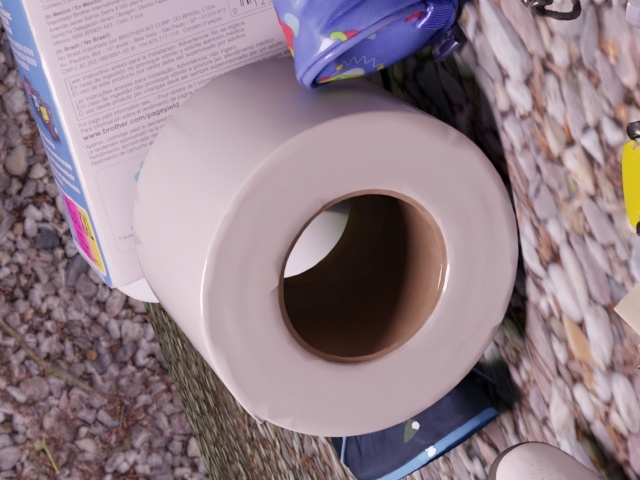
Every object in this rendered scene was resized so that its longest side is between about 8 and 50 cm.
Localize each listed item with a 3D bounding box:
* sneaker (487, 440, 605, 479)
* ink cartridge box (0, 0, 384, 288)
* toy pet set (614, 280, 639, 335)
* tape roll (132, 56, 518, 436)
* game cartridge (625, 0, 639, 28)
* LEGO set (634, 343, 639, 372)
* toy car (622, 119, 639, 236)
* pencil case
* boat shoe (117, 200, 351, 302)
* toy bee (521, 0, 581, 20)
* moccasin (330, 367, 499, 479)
[{"bbox_3d":[0.212,0.221,0.970,0.270,0.090,0.145,58,160,24],"label":"sneaker"},{"bbox_3d":[-0.115,-0.201,1.187,0.151,0.270,0.395,34,142,60],"label":"ink cartridge box"},{"bbox_3d":[0.215,0.043,0.829,0.114,0.065,0.122,38,-171,-37],"label":"toy pet set"},{"bbox_3d":[0.000,0.000,1.109,0.169,0.246,0.246,-138,31,-59],"label":"tape roll"},{"bbox_3d":[0.162,-0.127,0.715,0.056,0.017,0.083,-67,-11,13],"label":"game cartridge"},{"bbox_3d":[0.214,0.097,0.921,0.054,0.023,0.083,85,158,-44],"label":"LEGO set"},{"bbox_3d":[0.200,-0.060,0.680,0.239,0.053,0.225,-106,13,-61],"label":"toy car"},{"bbox_3d":[-0.004,-0.257,1.030,0.119,0.133,0.306,-11,-102,-63],"label":"pencil case"},{"bbox_3d":[-0.047,-0.005,1.340,0.108,0.301,0.102,68,-149,-31],"label":"boat shoe"},{"bbox_3d":[0.060,-0.259,0.749,0.162,0.298,0.195,-44,48,34],"label":"toy bee"},{"bbox_3d":[0.049,0.145,1.312,0.117,0.138,0.342,62,163,3],"label":"moccasin"}]
